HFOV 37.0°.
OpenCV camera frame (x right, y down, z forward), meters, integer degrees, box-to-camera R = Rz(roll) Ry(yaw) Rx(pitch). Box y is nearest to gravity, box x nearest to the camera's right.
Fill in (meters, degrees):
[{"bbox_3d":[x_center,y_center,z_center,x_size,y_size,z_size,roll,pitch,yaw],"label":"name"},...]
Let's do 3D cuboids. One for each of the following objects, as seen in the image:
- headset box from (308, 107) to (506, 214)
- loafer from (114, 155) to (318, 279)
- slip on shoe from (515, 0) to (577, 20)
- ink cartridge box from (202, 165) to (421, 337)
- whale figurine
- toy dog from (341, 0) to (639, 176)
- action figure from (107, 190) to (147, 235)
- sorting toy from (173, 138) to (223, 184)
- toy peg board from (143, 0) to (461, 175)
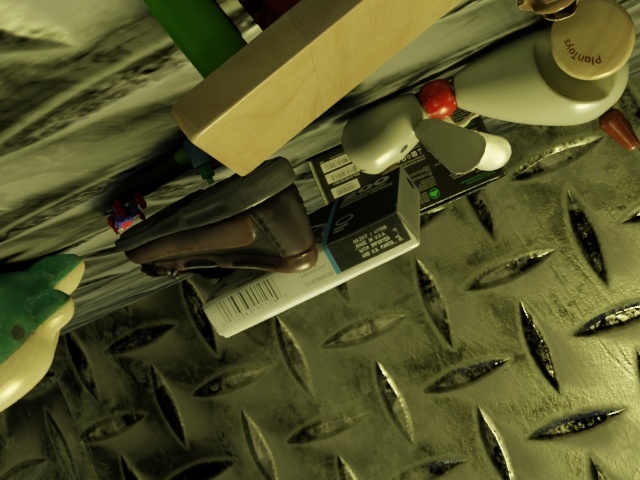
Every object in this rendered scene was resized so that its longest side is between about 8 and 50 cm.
[{"bbox_3d":[0.120,-0.096,1.435,0.246,0.131,0.283,-23,179,0],"label":"headset box"},{"bbox_3d":[-0.103,0.004,0.878,0.109,0.095,0.302,-34,-171,-30],"label":"loafer"},{"bbox_3d":[0.182,-0.191,0.748,0.051,0.041,0.135,-24,178,10],"label":"slip on shoe"},{"bbox_3d":[0.000,0.000,0.946,0.206,0.045,0.208,-27,-167,14],"label":"ink cartridge box"},{"bbox_3d":[-0.368,0.086,1.059,0.216,0.141,0.272,-24,-157,28],"label":"whale figurine"},{"bbox_3d":[0.206,-0.128,1.038,0.333,0.161,0.220,-25,178,37],"label":"toy dog"},{"bbox_3d":[-0.204,-0.025,1.000,0.038,0.030,0.115,-28,-178,-17],"label":"action figure"},{"bbox_3d":[-0.086,-0.072,0.819,0.061,0.042,0.102,-22,178,-44],"label":"sorting toy"},{"bbox_3d":[-0.004,-0.113,0.409,0.160,0.079,0.161,-39,179,1],"label":"toy peg board"}]
